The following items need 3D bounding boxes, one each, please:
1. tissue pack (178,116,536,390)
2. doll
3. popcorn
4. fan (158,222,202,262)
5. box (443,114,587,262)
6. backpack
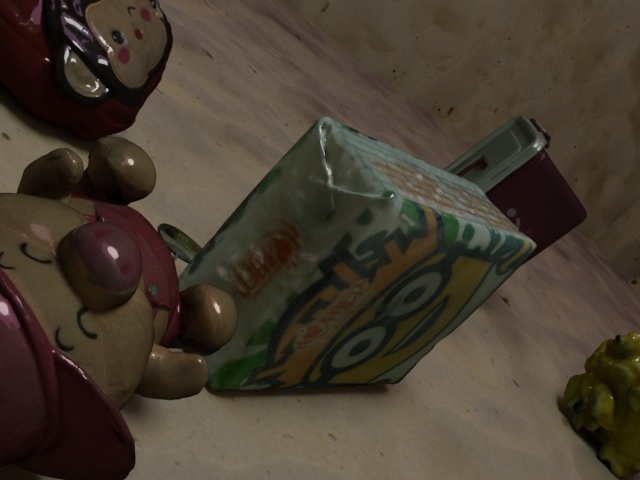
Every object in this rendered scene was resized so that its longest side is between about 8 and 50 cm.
[{"bbox_3d":[0.036,0.030,0.823,0.128,0.228,0.311,52,21,27],"label":"tissue pack"},{"bbox_3d":[-0.156,0.041,0.519,0.196,0.152,0.256,31,21,8],"label":"doll"},{"bbox_3d":[0.467,0.245,1.314,0.170,0.189,0.218,25,29,-24],"label":"popcorn"},{"bbox_3d":[-0.143,0.004,0.874,0.060,0.003,0.080,47,18,18],"label":"fan"},{"bbox_3d":[0.282,-0.050,1.462,0.167,0.294,0.193,48,16,-17],"label":"box"},{"bbox_3d":[-0.268,-0.212,0.916,0.229,0.139,0.229,31,39,-30],"label":"backpack"}]
